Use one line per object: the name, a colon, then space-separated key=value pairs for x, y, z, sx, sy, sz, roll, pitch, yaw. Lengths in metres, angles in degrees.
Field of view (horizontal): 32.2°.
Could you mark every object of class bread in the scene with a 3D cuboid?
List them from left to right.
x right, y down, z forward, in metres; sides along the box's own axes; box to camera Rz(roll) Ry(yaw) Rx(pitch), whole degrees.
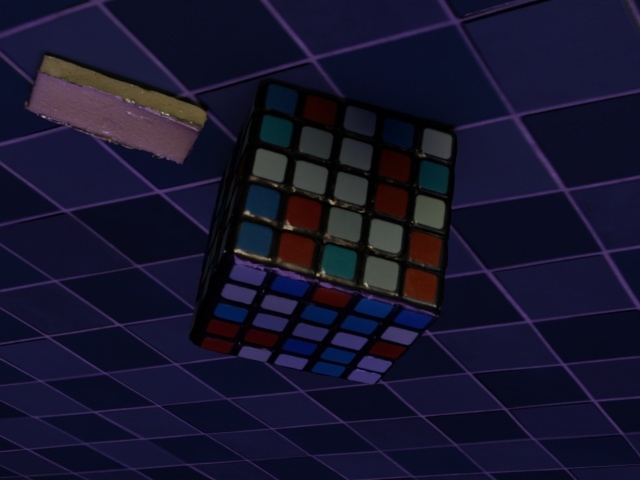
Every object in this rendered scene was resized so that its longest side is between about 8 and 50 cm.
bread: x=-0.178 y=-0.113 z=0.969 sx=0.153 sy=0.028 sz=0.068 roll=17 pitch=149 yaw=-15

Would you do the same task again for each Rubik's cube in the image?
Rubik's cube: x=0.000 y=0.000 z=0.968 sx=0.187 sy=0.184 sz=0.182 roll=12 pitch=151 yaw=-11
